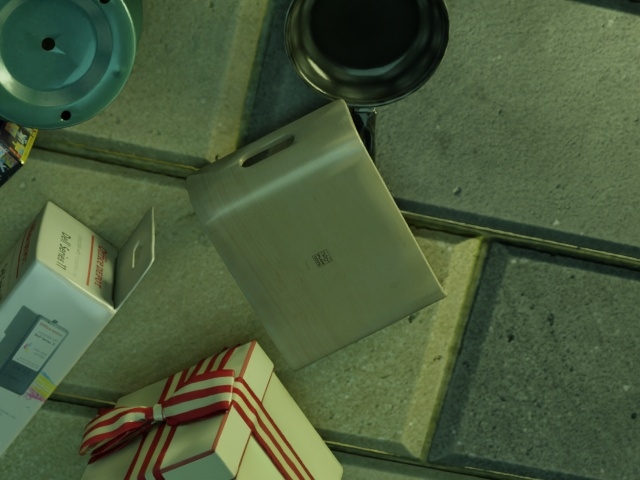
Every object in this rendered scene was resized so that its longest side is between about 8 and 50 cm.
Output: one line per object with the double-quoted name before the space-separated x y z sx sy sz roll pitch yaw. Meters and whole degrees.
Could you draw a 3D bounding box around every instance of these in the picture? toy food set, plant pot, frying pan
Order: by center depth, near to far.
"plant pot" -0.313 -0.245 1.814 0.272 0.255 0.271 -6 112 -16
"frying pan" 0.078 -0.200 1.997 0.197 0.053 0.326 -20 121 8
"toy food set" 0.000 0.000 2.053 0.220 0.092 0.306 -26 118 8

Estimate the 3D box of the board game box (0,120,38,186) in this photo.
"board game box" -0.402 -0.083 1.942 0.141 0.170 0.048 -43 106 10

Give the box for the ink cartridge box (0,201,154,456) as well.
"ink cartridge box" -0.348 0.092 1.991 0.119 0.207 0.353 36 103 -17

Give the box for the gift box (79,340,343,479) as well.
"gift box" -0.148 0.285 2.063 0.255 0.276 0.258 -26 114 20
